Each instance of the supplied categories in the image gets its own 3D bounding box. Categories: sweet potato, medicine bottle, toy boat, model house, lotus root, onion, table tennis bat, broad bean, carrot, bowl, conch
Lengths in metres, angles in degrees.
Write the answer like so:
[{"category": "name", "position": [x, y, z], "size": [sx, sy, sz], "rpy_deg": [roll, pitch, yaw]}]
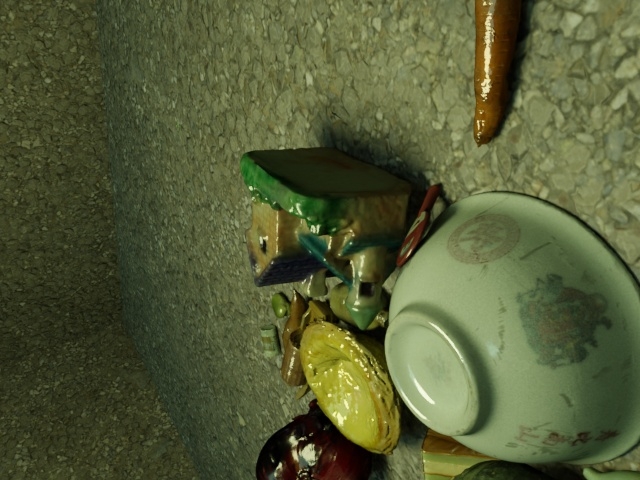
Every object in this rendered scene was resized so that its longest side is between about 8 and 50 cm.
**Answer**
[{"category": "sweet potato", "position": [-0.063, 0.219, 1.439], "size": [0.067, 0.067, 0.273], "rpy_deg": [48, 145, 35]}, {"category": "medicine bottle", "position": [-0.145, 0.290, 1.625], "size": [0.047, 0.047, 0.083], "rpy_deg": [11, 114, 56]}, {"category": "toy boat", "position": [-0.035, 0.274, 1.373], "size": [0.089, 0.115, 0.310], "rpy_deg": [49, 142, 34]}, {"category": "model house", "position": [0.000, 0.000, 1.047], "size": [0.312, 0.245, 0.280], "rpy_deg": [39, 130, 53]}, {"category": "lotus root", "position": [0.082, 0.135, 1.149], "size": [0.183, 0.077, 0.090], "rpy_deg": [19, 122, 55]}, {"category": "onion", "position": [-0.018, 0.513, 1.324], "size": [0.281, 0.281, 0.221], "rpy_deg": [39, 159, 43]}, {"category": "table tennis bat", "position": [0.157, -0.024, 0.895], "size": [0.019, 0.154, 0.098], "rpy_deg": [28, 155, 0]}, {"category": "broad bean", "position": [-0.107, 0.177, 1.511], "size": [0.083, 0.045, 0.063], "rpy_deg": [41, 137, 53]}, {"category": "carrot", "position": [0.229, -0.239, 0.745], "size": [0.059, 0.059, 0.247], "rpy_deg": [32, 134, 48]}, {"category": "bowl", "position": [0.223, 0.158, 0.819], "size": [0.435, 0.196, 0.434], "rpy_deg": [34, 133, 47]}, {"category": "conch", "position": [0.427, 0.334, 0.723], "size": [0.180, 0.088, 0.065], "rpy_deg": [-4, 58, 65]}]

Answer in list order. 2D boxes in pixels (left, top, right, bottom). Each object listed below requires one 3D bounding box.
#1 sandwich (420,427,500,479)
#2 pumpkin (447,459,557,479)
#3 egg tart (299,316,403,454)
[{"category": "sandwich", "position": [0.276, 0.388, 1.027], "size": [0.163, 0.113, 0.079], "rpy_deg": [-3, 104, 23]}, {"category": "pumpkin", "position": [0.271, 0.489, 0.848], "size": [0.291, 0.257, 0.328], "rpy_deg": [51, 138, 5]}, {"category": "egg tart", "position": [0.081, 0.295, 1.184], "size": [0.315, 0.120, 0.314], "rpy_deg": [36, 139, 39]}]
